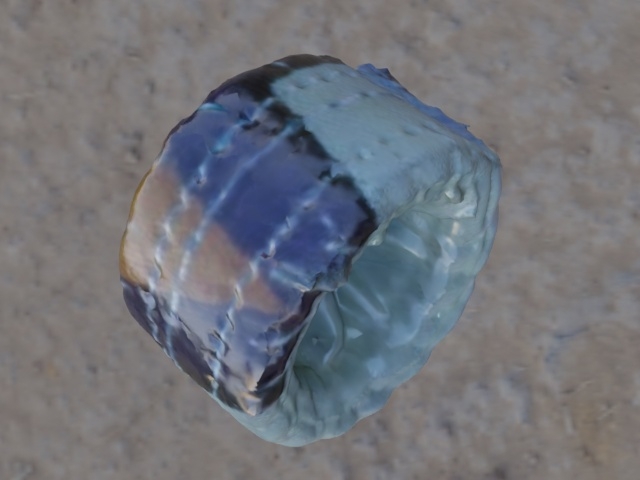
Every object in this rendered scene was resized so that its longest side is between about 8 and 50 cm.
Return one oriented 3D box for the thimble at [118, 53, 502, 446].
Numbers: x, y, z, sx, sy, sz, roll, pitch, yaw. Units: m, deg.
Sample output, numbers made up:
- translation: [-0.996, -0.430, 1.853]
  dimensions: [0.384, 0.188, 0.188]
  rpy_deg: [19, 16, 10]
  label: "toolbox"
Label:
- translation: [0.000, 0.000, 1.068]
  dimensions: [0.150, 0.237, 0.237]
  rpy_deg: [39, 108, 28]
  label: "thimble"
